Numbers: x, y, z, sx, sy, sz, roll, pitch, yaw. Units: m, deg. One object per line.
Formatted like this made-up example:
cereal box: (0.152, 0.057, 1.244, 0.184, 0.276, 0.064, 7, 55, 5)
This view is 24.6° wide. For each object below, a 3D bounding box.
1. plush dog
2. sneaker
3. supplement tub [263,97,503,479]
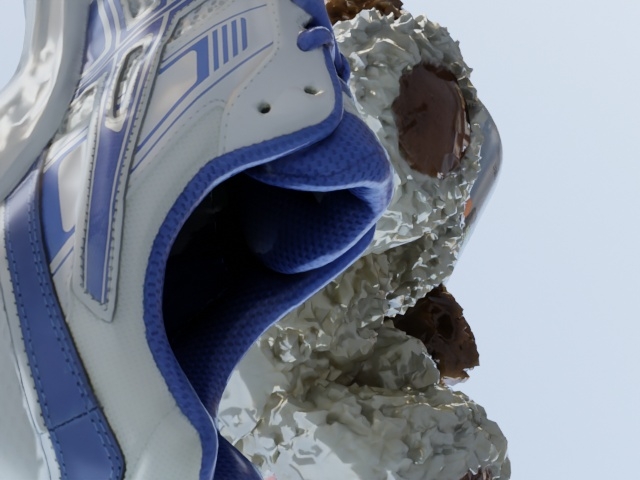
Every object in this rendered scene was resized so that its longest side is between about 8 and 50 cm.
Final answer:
plush dog: (0.000, 0.000, 0.726, 0.225, 0.210, 0.262, -46, -47, -58)
sneaker: (-0.029, -0.043, 0.441, 0.112, 0.131, 0.296, 59, -136, -56)
supplement tub: (-0.008, 0.018, 1.074, 0.193, 0.193, 0.316, 40, -120, -19)
